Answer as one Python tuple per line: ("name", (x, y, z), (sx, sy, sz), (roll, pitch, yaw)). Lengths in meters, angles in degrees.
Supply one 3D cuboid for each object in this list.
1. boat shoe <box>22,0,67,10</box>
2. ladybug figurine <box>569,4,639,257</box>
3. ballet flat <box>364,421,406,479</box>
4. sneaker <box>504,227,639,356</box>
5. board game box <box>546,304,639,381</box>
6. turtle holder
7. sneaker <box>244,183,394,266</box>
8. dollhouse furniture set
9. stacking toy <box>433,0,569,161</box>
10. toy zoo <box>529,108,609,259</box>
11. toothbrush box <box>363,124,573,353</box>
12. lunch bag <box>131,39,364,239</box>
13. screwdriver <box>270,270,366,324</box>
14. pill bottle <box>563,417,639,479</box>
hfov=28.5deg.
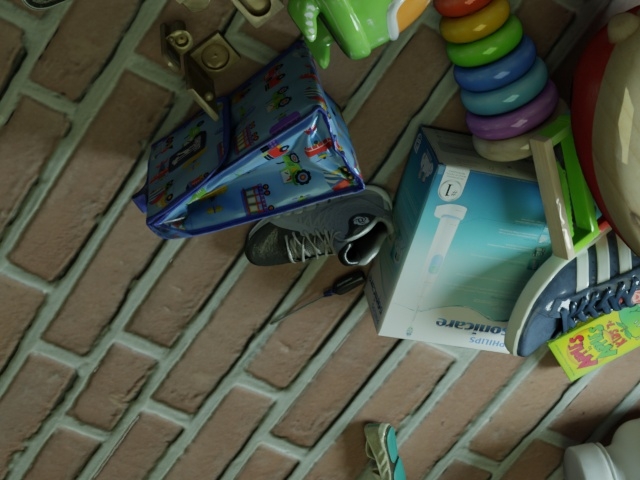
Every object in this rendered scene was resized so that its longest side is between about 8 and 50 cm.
("boat shoe", (-0.293, -0.360, 1.570), (0.219, 0.070, 0.078), (-37, 119, 15))
("ladybug figurine", (0.453, -0.134, 1.647), (0.305, 0.162, 0.449), (-49, 130, -17))
("ballet flat", (0.106, 0.367, 2.101), (0.052, 0.057, 0.168), (2, 122, 23))
("sneaker", (0.418, 0.061, 1.806), (0.350, 0.148, 0.131), (-43, 153, -12))
("board game box", (0.455, 0.142, 2.007), (0.181, 0.043, 0.092), (-30, 121, 10))
("turtle holder", (0.022, -0.387, 1.528), (0.227, 0.320, 0.243), (-33, 154, 4))
("sneaker", (0.000, 0.000, 1.800), (0.228, 0.132, 0.086), (-22, 122, 5))
("dollhouse furniture set", (-0.127, -0.272, 1.617), (0.151, 0.123, 0.144), (-36, 120, 14))
("stacking toy", (0.217, -0.272, 1.669), (0.141, 0.141, 0.330), (-24, 118, 7))
("toy zoo", (0.411, -0.128, 1.747), (0.293, 0.030, 0.192), (-35, 125, -27))
("toothbrush box", (0.212, 0.004, 1.837), (0.216, 0.126, 0.295), (8, 120, -15))
("lunch bag", (-0.112, -0.107, 1.665), (0.293, 0.221, 0.138), (-26, 121, 8))
("screwdriver", (-0.007, 0.088, 1.924), (0.170, 0.024, 0.025), (-24, 93, 14))
("pill bottle", (0.623, 0.392, 2.078), (0.407, 0.229, 0.229), (-9, 122, -2))
